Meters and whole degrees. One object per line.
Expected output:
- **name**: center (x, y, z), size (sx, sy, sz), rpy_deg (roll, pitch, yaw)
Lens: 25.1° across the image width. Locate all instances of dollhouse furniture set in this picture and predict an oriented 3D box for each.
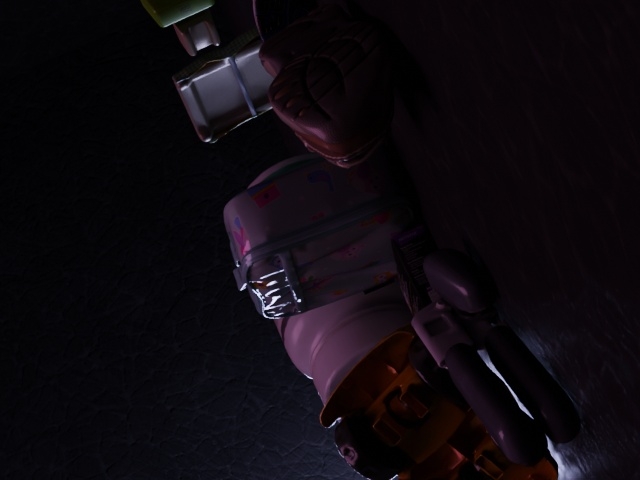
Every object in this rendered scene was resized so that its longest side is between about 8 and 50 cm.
- **dollhouse furniture set**: center (-0.134, -0.305, 1.978), size (0.301, 0.198, 0.151), rpy_deg (71, 174, -58)

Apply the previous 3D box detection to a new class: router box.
- **router box**: center (0.132, 0.076, 1.663), size (0.179, 0.046, 0.133), rpy_deg (72, 174, -68)

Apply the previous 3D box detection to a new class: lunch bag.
- **lunch bag**: center (0.000, 0.000, 1.689), size (0.279, 0.224, 0.107), rpy_deg (75, 172, -71)

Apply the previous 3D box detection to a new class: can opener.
- **can opener**: center (0.139, 0.089, 1.257), size (0.283, 0.076, 0.095), rpy_deg (-122, 8, -68)

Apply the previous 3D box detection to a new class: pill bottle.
- **pill bottle**: center (0.028, 0.064, 1.949), size (0.204, 0.204, 0.361), rpy_deg (68, 177, -47)

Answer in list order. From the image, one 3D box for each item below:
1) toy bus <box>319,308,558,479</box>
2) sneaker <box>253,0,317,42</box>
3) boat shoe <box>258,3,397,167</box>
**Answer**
- **toy bus**: center (0.134, 0.180, 1.467), size (0.220, 0.149, 0.211), rpy_deg (42, -162, 3)
- **sneaker**: center (-0.040, -0.259, 1.765), size (0.081, 0.080, 0.211), rpy_deg (-121, 8, -50)
- **boat shoe**: center (0.024, -0.130, 1.321), size (0.116, 0.123, 0.324), rpy_deg (59, -173, -20)
